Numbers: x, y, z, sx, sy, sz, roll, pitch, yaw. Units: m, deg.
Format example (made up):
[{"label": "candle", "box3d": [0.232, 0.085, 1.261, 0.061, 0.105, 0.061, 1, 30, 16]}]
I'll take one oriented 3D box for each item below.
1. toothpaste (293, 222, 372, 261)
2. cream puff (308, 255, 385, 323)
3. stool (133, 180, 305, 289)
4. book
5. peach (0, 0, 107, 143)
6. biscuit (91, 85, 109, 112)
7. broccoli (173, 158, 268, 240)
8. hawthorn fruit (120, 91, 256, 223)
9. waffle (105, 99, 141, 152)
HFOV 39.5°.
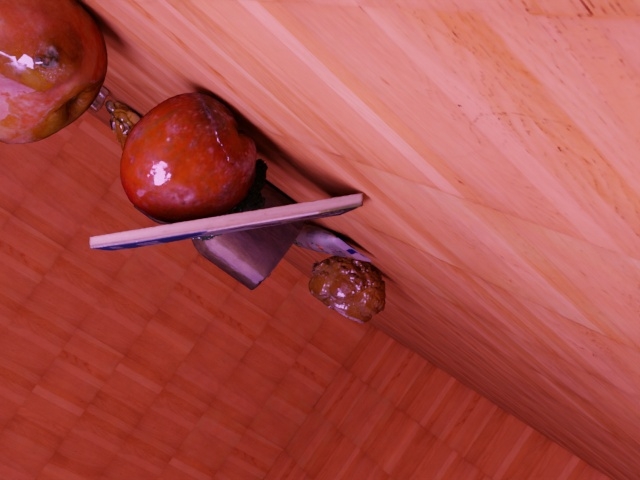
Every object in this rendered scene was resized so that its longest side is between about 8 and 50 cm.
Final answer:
[{"label": "toothpaste", "box3d": [0.000, 0.000, 1.694, 0.314, 0.058, 0.056, -164, 63, -66]}, {"label": "cream puff", "box3d": [0.057, 0.087, 1.748, 0.165, 0.115, 0.150, 26, -179, 7]}, {"label": "stool", "box3d": [-0.176, -0.055, 1.600, 0.264, 0.179, 0.179, 35, 176, -9]}, {"label": "book", "box3d": [-0.115, -0.019, 1.135, 0.228, 0.322, 0.018, 160, 100, -85]}, {"label": "peach", "box3d": [-0.378, -0.230, 1.136, 0.214, 0.214, 0.235, 37, 168, -23]}, {"label": "biscuit", "box3d": [-0.526, -0.334, 2.079, 0.052, 0.056, 0.188, 40, 175, -17]}, {"label": "broccoli", "box3d": [-0.169, -0.093, 1.296, 0.195, 0.195, 0.156, 40, -148, -42]}, {"label": "hawthorn fruit", "box3d": [-0.169, -0.099, 1.129, 0.172, 0.173, 0.173, 35, 175, 3]}, {"label": "waffle", "box3d": [-0.422, -0.192, 2.135, 0.329, 0.062, 0.329, 54, 162, 26]}]
